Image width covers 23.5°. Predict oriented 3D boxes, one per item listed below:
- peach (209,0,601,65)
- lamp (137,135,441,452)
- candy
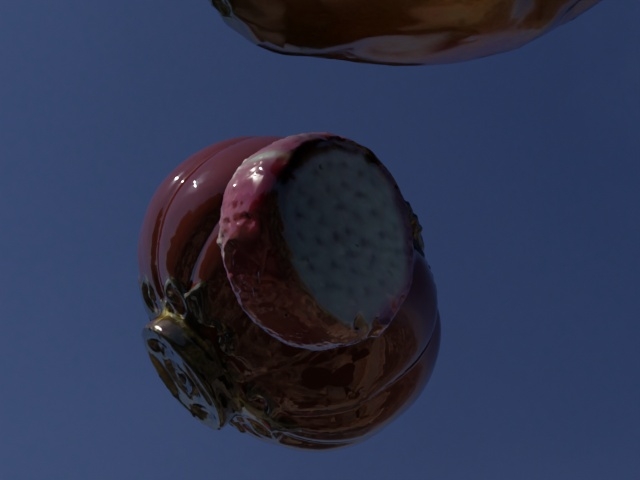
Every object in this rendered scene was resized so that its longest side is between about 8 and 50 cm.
[{"bbox_3d":[0.040,-0.180,0.699,0.235,0.214,0.214,-36,-33,-19],"label":"peach"},{"bbox_3d":[-0.031,0.048,1.382,0.303,0.257,0.303,40,-26,24],"label":"lamp"},{"bbox_3d":[0.000,0.000,0.716,0.103,0.103,0.043,33,-33,-33],"label":"candy"}]
